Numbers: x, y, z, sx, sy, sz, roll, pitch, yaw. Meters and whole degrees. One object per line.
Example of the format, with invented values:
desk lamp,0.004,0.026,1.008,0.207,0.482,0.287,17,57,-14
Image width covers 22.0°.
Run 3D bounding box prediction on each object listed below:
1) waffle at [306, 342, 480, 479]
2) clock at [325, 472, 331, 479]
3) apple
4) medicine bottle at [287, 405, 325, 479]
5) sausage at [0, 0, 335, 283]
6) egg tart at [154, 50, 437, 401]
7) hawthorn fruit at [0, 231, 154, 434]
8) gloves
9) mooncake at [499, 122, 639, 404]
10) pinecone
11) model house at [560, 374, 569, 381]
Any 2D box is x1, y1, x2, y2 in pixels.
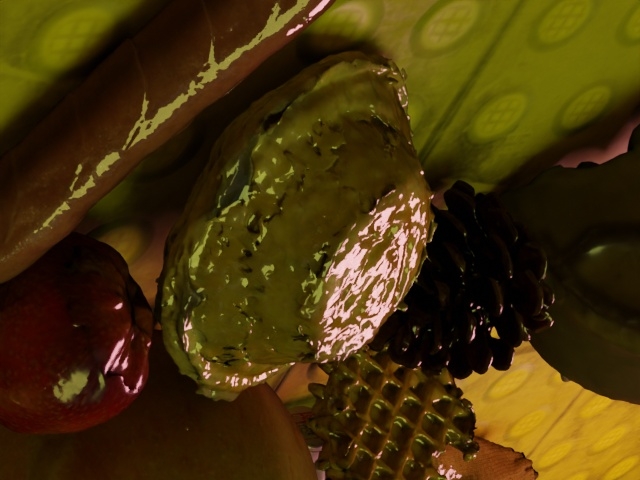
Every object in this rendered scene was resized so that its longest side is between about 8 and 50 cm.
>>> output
waffle,0.085,0.207,1.840,0.229,0.231,0.051,-11,174,-37
clock,0.008,0.392,1.912,0.120,0.379,0.276,21,134,-17
apple,-0.160,0.271,1.579,0.338,0.305,0.338,-25,152,-14
medicine bottle,-0.057,0.279,1.900,0.078,0.115,0.219,-7,142,-38
sausage,-0.133,-0.108,1.249,0.433,0.088,0.088,-40,152,11
egg tart,0.000,-0.001,1.429,0.341,0.132,0.341,-40,149,-30
hawthorn fruit,-0.229,0.075,1.364,0.173,0.179,0.173,11,90,-68
gloves,0.160,0.359,2.216,0.356,0.155,0.203,2,132,-43
mooncake,0.399,-0.027,1.792,0.246,0.393,0.394,68,40,-62
pinecone,0.124,0.048,1.645,0.208,0.207,0.207,-26,151,-15
model house,0.389,0.099,2.098,0.188,0.122,0.229,-14,134,-10
